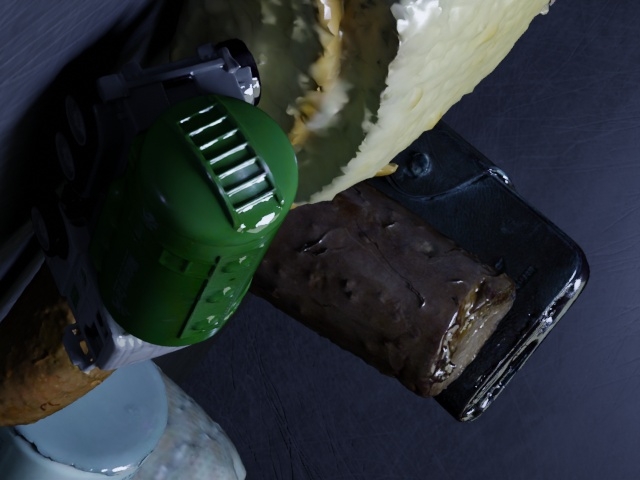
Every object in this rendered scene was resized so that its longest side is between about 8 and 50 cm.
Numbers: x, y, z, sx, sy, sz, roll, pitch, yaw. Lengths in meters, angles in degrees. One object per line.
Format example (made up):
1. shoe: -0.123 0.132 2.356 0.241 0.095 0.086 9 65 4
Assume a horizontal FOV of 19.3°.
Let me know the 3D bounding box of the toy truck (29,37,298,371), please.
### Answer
1. toy truck: -0.081 -0.012 1.007 0.101 0.125 0.242 -18 163 -22

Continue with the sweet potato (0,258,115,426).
1. sweet potato: -0.109 -0.013 1.188 0.341 0.092 0.114 -52 -143 -8

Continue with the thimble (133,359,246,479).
1. thimble: -0.217 0.243 1.702 0.291 0.195 0.291 -47 174 -6

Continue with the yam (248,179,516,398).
1. yam: -0.001 0.002 1.383 0.131 0.279 0.131 -51 164 -20

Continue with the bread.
1. bread: 0.078 -0.196 1.092 0.375 0.165 0.236 -49 172 -31

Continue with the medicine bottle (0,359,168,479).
1. medicine bottle: -0.199 0.151 1.399 0.135 0.135 0.168 -49 175 -42

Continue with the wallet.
1. wallet: 0.051 -0.019 1.471 0.172 0.318 0.045 -51 157 8
